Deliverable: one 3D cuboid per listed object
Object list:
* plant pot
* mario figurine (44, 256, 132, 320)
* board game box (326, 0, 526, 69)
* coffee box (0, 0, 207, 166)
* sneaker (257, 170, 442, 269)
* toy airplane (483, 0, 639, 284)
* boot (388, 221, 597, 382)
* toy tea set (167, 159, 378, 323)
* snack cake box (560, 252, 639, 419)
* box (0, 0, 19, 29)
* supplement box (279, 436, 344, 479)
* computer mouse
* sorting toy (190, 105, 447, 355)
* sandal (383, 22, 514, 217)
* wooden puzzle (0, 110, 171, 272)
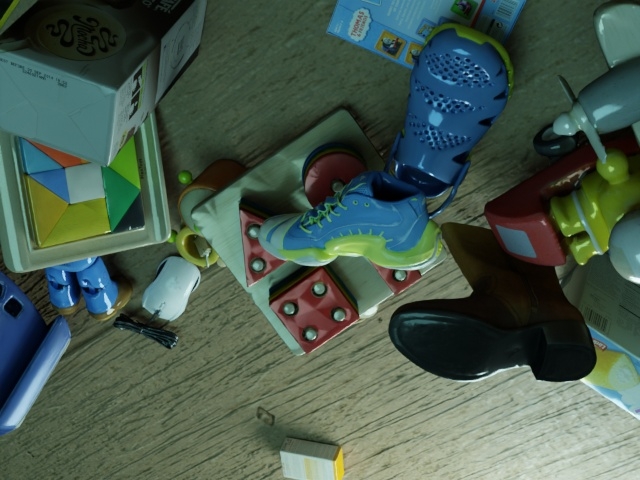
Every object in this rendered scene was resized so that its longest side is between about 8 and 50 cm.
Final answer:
[{"bbox_3d":[-0.536,0.182,2.128,0.212,0.236,0.236,32,160,-11],"label":"plant pot"},{"bbox_3d":[-0.366,-0.033,2.024,0.198,0.170,0.321,-17,138,-9],"label":"mario figurine"},{"bbox_3d":[0.129,-0.282,1.645,0.211,0.039,0.160,24,132,2],"label":"board game box"},{"bbox_3d":[-0.272,-0.236,1.679,0.168,0.297,0.119,20,129,7],"label":"coffee box"},{"bbox_3d":[0.032,-0.037,1.668,0.240,0.091,0.126,3,124,17],"label":"sneaker"},{"bbox_3d":[0.415,-0.048,1.553,0.386,0.272,0.384,26,131,2],"label":"toy airplane"},{"bbox_3d":[0.192,0.050,1.678,0.264,0.280,0.096,2,125,-10],"label":"boot"},{"bbox_3d":[-0.070,0.019,1.908,0.336,0.124,0.200,20,131,8],"label":"toy tea set"},{"bbox_3d":[0.433,0.147,1.779,0.264,0.152,0.089,33,132,-4],"label":"snack cake box"},{"bbox_3d":[-0.393,-0.411,1.588,0.079,0.322,0.257,14,140,-35],"label":"box"},{"bbox_3d":[-0.014,0.363,2.213,0.098,0.036,0.062,8,129,17],"label":"supplement box"},{"bbox_3d":[-0.248,0.098,2.096,0.106,0.042,0.193,27,132,-5],"label":"computer mouse"},{"bbox_3d":[0.000,0.000,1.802,0.257,0.089,0.255,-34,106,8],"label":"sorting toy"},{"bbox_3d":[0.148,-0.131,1.652,0.126,0.138,0.317,22,144,9],"label":"sandal"},{"bbox_3d":[-0.333,-0.080,1.869,0.238,0.044,0.221,-12,106,-19],"label":"wooden puzzle"}]
